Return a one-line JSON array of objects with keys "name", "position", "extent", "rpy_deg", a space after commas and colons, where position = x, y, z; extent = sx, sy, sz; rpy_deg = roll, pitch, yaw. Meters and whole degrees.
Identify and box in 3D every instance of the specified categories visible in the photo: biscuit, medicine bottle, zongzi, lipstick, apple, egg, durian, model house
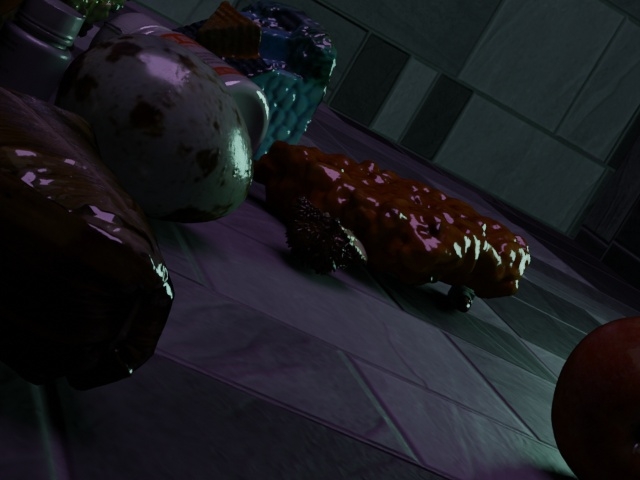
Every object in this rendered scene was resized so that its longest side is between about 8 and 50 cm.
[{"name": "biscuit", "position": [0.097, -0.024, 1.835], "extent": [0.318, 0.110, 0.312], "rpy_deg": [34, 14, 38]}, {"name": "medicine bottle", "position": [-0.312, -0.198, 1.484], "extent": [0.080, 0.130, 0.080], "rpy_deg": [30, 9, -5]}, {"name": "zongzi", "position": [-0.243, -0.035, 0.834], "extent": [0.288, 0.134, 0.286], "rpy_deg": [25, 8, -32]}, {"name": "lipstick", "position": [0.193, 0.080, 1.885], "extent": [0.030, 0.030, 0.129], "rpy_deg": [31, 9, -1]}, {"name": "medicine bottle", "position": [-0.191, -0.193, 1.803], "extent": [0.252, 0.144, 0.144], "rpy_deg": [34, 10, 38]}, {"name": "apple", "position": [0.317, 0.168, 1.342], "extent": [0.188, 0.188, 0.174], "rpy_deg": [32, 14, 8]}, {"name": "egg", "position": [-0.157, -0.103, 1.364], "extent": [0.231, 0.169, 0.169], "rpy_deg": [38, 3, -37]}, {"name": "durian", "position": [0.001, 0.003, 1.578], "extent": [0.110, 0.071, 0.140], "rpy_deg": [37, -6, 3]}, {"name": "model house", "position": [-0.155, -0.266, 2.052], "extent": [0.241, 0.225, 0.261], "rpy_deg": [14, 15, -36]}]

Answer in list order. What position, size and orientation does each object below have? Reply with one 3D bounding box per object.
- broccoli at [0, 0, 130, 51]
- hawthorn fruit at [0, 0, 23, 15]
[{"name": "broccoli", "position": [-0.401, -0.376, 1.728], "extent": [0.317, 0.339, 0.277], "rpy_deg": [81, -3, -50]}, {"name": "hawthorn fruit", "position": [-0.424, -0.355, 1.428], "extent": [0.277, 0.277, 0.298], "rpy_deg": [23, 54, -39]}]
